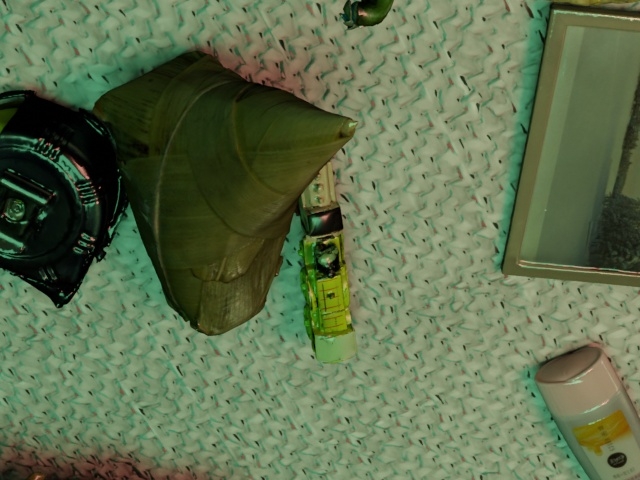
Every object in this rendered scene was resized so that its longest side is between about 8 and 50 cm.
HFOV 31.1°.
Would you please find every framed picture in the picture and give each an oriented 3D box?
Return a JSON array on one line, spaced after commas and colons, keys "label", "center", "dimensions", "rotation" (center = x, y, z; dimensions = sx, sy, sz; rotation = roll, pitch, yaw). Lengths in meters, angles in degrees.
[{"label": "framed picture", "center": [0.302, -0.080, 1.119], "dimensions": [0.213, 0.016, 0.289], "rotation": [6, 121, 0]}]

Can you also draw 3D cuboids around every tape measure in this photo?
[{"label": "tape measure", "center": [-0.293, -0.048, 1.133], "dimensions": [0.199, 0.112, 0.186], "rotation": [24, 115, -10]}]

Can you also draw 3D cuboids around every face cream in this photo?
[{"label": "face cream", "center": [0.310, 0.209, 1.256], "dimensions": [0.084, 0.057, 0.198], "rotation": [-26, 114, 15]}]

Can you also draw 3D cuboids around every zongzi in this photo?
[{"label": "zongzi", "center": [-0.055, -0.015, 1.053], "dimensions": [0.300, 0.145, 0.274], "rotation": [19, 131, 43]}]

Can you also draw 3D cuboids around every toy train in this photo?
[{"label": "toy train", "center": [0.000, 0.000, 1.154], "dimensions": [0.053, 0.085, 0.250], "rotation": [-11, 117, -9]}]

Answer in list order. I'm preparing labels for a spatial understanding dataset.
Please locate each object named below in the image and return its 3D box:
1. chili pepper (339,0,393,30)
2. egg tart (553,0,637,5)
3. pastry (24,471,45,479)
[{"label": "chili pepper", "center": [0.037, -0.311, 0.944], "dimensions": [0.173, 0.165, 0.261], "rotation": [-7, 114, -13]}, {"label": "egg tart", "center": [0.229, -0.300, 0.980], "dimensions": [0.252, 0.098, 0.232], "rotation": [39, 110, -12]}, {"label": "pastry", "center": [-0.275, 0.434, 1.291], "dimensions": [0.405, 0.292, 0.337], "rotation": [5, 128, -12]}]
